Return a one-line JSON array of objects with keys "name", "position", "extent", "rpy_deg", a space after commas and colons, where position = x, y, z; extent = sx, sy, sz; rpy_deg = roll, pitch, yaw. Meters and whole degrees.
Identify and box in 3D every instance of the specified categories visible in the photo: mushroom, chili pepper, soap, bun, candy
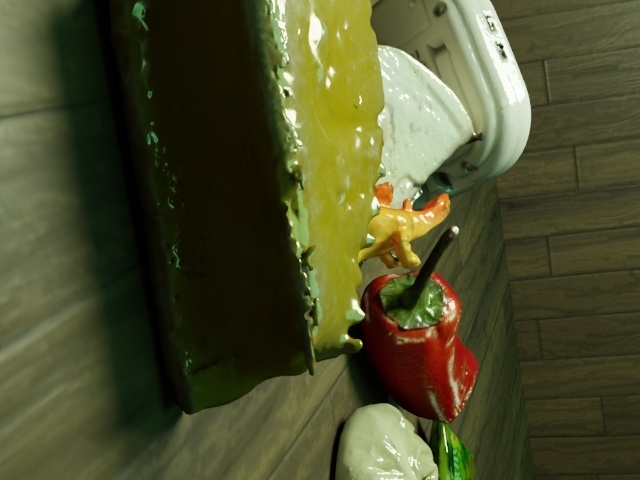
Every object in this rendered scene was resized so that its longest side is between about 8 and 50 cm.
[{"name": "mushroom", "position": [0.002, -0.091, 0.988], "extent": [0.236, 0.162, 0.173], "rpy_deg": [-47, 113, -21]}, {"name": "chili pepper", "position": [0.109, 0.104, 1.235], "extent": [0.134, 0.131, 0.338], "rpy_deg": [-59, 151, -22]}, {"name": "soap", "position": [-0.021, -0.063, 0.813], "extent": [0.304, 0.169, 0.338], "rpy_deg": [-24, 108, -62]}, {"name": "bun", "position": [0.083, 0.279, 1.141], "extent": [0.183, 0.102, 0.183], "rpy_deg": [-3, 90, -74]}, {"name": "candy", "position": [0.204, 0.365, 1.563], "extent": [0.246, 0.069, 0.149], "rpy_deg": [51, 31, -52]}]

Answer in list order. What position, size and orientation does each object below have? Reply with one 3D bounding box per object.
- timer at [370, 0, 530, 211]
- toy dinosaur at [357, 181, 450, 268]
[{"name": "timer", "position": [0.109, -0.161, 1.128], "extent": [0.087, 0.262, 0.237], "rpy_deg": [-14, 81, -37]}, {"name": "toy dinosaur", "position": [0.000, 0.000, 0.866], "extent": [0.288, 0.070, 0.117], "rpy_deg": [-24, 95, -27]}]
